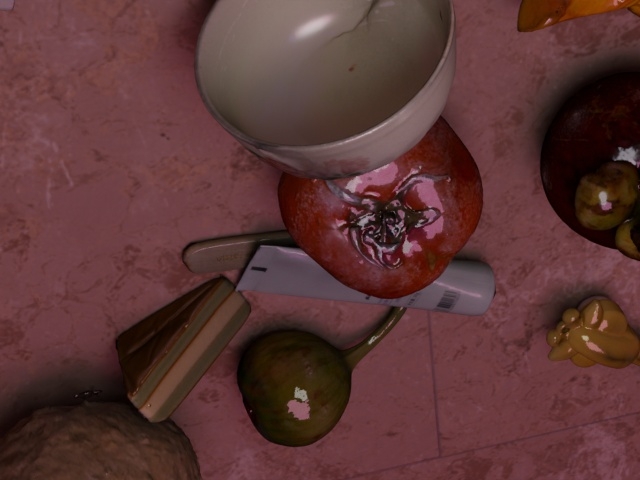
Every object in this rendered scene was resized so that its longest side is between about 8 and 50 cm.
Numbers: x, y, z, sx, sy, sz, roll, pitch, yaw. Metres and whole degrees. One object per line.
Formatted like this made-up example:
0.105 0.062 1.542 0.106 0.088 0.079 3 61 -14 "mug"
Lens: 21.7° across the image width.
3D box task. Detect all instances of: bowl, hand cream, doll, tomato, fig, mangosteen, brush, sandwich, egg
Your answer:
0.018 -0.173 1.738 0.277 0.277 0.145 -24 147 4 "bowl"
0.064 0.050 2.038 0.320 0.067 0.109 4 149 -19 "hand cream"
0.418 0.145 2.199 0.291 0.086 0.117 17 117 -28 "doll"
0.068 -0.058 1.881 0.232 0.188 0.232 -3 111 -9 "tomato"
0.012 0.153 2.098 0.245 0.149 0.149 -32 131 -14 "fig"
0.355 -0.073 1.898 0.215 0.257 0.215 5 123 8 "mangosteen"
0.000 0.000 2.014 0.336 0.020 0.085 -10 130 -7 "brush"
-0.157 0.135 2.019 0.163 0.113 0.079 -30 129 8 "sandwich"
-0.289 0.326 2.040 0.310 0.279 0.279 -16 131 -21 "egg"

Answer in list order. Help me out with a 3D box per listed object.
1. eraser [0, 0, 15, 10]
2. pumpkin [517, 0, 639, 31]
-0.406 -0.312 1.648 0.230 0.038 0.157 5 126 -17 "eraser"
0.366 -0.340 1.795 0.290 0.095 0.258 0 123 -19 "pumpkin"
